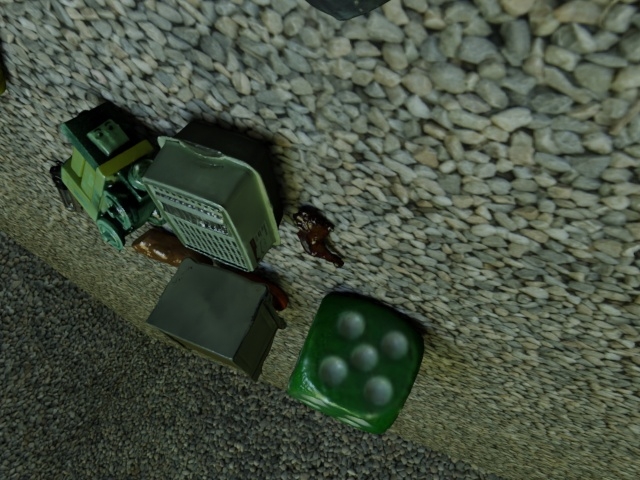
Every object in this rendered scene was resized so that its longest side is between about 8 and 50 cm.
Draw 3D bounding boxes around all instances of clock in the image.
[{"bbox_3d":[-0.201,0.167,1.588,0.206,0.051,0.205,23,155,11],"label":"clock"}]

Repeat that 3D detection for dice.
[{"bbox_3d":[0.087,0.335,1.357,0.300,0.286,0.297,26,158,2],"label":"dice"}]

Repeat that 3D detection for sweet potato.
[{"bbox_3d":[-0.451,0.032,1.530,0.252,0.097,0.097,21,156,-7],"label":"sweet potato"}]

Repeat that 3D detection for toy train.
[{"bbox_3d":[-0.456,-0.130,1.112,0.253,0.160,0.397,53,150,-5],"label":"toy train"}]

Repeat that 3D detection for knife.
[{"bbox_3d":[-0.799,-0.151,1.572,0.089,0.043,0.365,33,155,-10],"label":"knife"}]

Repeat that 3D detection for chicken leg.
[{"bbox_3d":[-0.007,-0.001,1.089,0.093,0.053,0.205,3,152,15],"label":"chicken leg"}]

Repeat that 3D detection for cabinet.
[{"bbox_3d":[-0.291,0.247,1.506,0.290,0.227,0.318,18,156,16],"label":"cabinet"}]

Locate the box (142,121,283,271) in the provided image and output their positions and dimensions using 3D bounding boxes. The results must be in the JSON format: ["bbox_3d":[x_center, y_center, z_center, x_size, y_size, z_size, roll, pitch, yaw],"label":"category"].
[{"bbox_3d":[-0.194,-0.081,0.971,0.221,0.166,0.290,20,154,15],"label":"box"}]

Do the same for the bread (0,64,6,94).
[{"bbox_3d":[-0.720,-0.395,0.950,0.166,0.112,0.384,33,155,-14],"label":"bread"}]

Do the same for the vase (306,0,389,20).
[{"bbox_3d":[0.011,-0.299,0.441,0.120,0.120,0.182,2,131,42],"label":"vase"}]
